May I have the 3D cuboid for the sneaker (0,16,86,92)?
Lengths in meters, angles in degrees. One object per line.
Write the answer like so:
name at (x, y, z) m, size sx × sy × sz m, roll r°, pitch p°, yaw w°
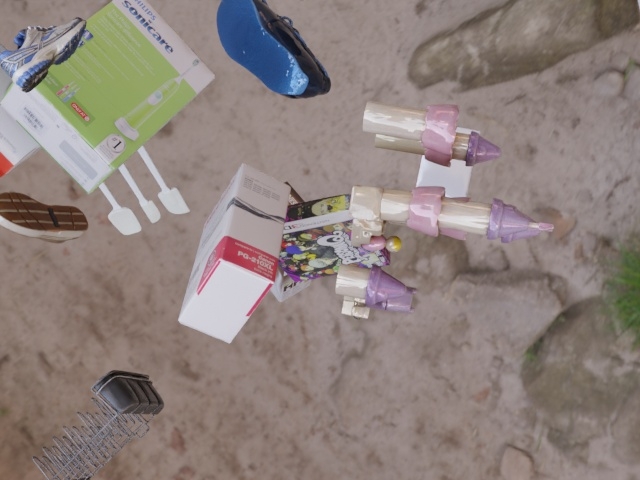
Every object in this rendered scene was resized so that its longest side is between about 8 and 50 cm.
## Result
sneaker at (-0.333, -0.238, 1.138) m, size 0.058 × 0.135 × 0.052 m, roll 39°, pitch 138°, yaw -5°

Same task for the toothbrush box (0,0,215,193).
toothbrush box at (-0.345, -0.250, 1.565) m, size 0.206 × 0.283 × 0.122 m, roll 46°, pitch 144°, yaw -11°

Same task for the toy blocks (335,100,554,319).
toy blocks at (0.178, -0.020, 1.329) m, size 0.259 × 0.288 × 0.309 m, roll 10°, pitch 92°, yaw 7°

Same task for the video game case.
video game case at (0.000, 0.000, 1.813) m, size 0.210 × 0.042 × 0.232 m, roll -10°, pitch 149°, yaw 19°

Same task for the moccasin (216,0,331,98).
moccasin at (-0.098, -0.373, 1.872) m, size 0.138 × 0.116 × 0.342 m, roll -55°, pitch 49°, yaw 28°

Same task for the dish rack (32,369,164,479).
dish rack at (-0.382, 0.335, 1.553) m, size 0.271 × 0.208 × 0.074 m, roll -45°, pitch 75°, yaw -2°

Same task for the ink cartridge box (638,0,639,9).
ink cartridge box at (0.556, -0.343, 1.419) m, size 0.065 × 0.311 × 0.186 m, roll 2°, pitch 159°, yaw -9°

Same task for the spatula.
spatula at (-0.405, -0.109, 2.059) m, size 0.168 × 0.019 × 0.242 m, roll -17°, pitch 139°, yaw 7°

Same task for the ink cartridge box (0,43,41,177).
ink cartridge box at (-0.548, -0.204, 1.557) m, size 0.189 × 0.232 × 0.066 m, roll 46°, pitch 130°, yaw -6°

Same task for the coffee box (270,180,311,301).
coffee box at (-0.084, 0.006, 2.165) m, size 0.141 × 0.098 × 0.247 m, roll 49°, pitch 152°, yaw 24°

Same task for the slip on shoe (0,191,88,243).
slip on shoe at (-0.319, -0.021, 1.056) m, size 0.041 × 0.135 × 0.051 m, roll -32°, pitch 73°, yaw 23°

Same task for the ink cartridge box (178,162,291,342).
ink cartridge box at (-0.138, 0.018, 1.559) m, size 0.100 × 0.237 × 0.172 m, roll 25°, pitch 131°, yaw -15°

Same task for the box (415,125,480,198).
box at (0.225, -0.139, 1.672) m, size 0.091 × 0.170 × 0.130 m, roll 12°, pitch 97°, yaw 8°
